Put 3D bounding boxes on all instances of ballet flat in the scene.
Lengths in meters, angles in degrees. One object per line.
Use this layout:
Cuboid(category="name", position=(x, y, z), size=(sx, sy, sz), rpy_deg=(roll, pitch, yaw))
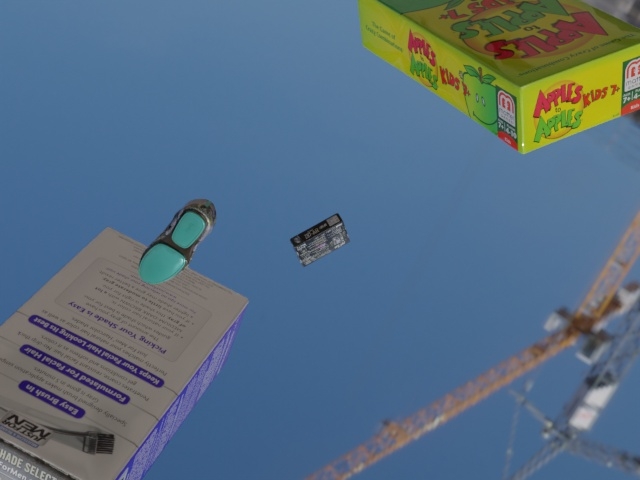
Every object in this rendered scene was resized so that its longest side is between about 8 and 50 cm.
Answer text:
Cuboid(category="ballet flat", position=(-0.128, -0.001, 1.077), size=(0.041, 0.114, 0.041), rpy_deg=(23, -135, -24))

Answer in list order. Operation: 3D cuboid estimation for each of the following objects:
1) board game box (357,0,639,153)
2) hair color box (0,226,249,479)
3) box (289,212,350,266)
Cuboid(category="board game box", position=(0.106, -0.119, 0.704), size=(0.092, 0.043, 0.181), rpy_deg=(-21, -144, -19))
Cuboid(category="hair color box", position=(-0.226, 0.138, 1.173), size=(0.185, 0.110, 0.339), rpy_deg=(27, -148, 7))
Cuboid(category="box", position=(0.000, 0.000, 1.760), size=(0.018, 0.083, 0.067), rpy_deg=(59, 176, 30))
